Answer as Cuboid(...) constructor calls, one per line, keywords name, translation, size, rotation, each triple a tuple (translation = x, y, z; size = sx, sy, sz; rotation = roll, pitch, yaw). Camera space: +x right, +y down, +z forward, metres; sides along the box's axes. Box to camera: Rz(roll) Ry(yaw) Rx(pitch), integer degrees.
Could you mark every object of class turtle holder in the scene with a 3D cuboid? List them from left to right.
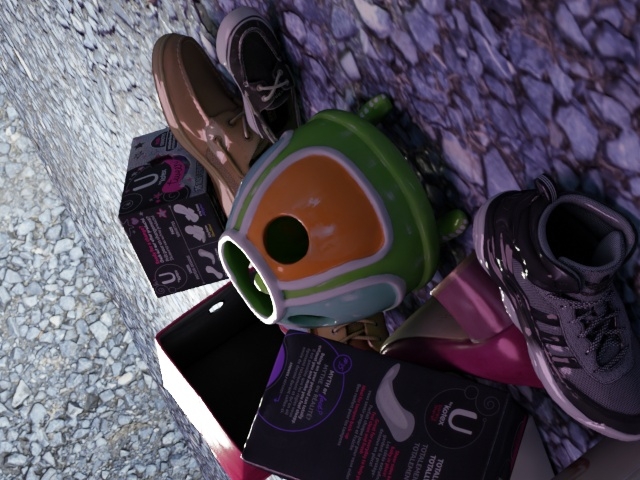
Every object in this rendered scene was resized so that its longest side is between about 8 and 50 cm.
Cuboid(name="turtle holder", translation=(-0.006, -0.016, 1.360), size=(0.243, 0.227, 0.320), rotation=(62, 160, -17))

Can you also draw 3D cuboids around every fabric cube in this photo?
Cuboid(name="fabric cube", translation=(-0.101, 0.228, 1.957), size=(0.259, 0.254, 0.258), rotation=(50, 162, 17))

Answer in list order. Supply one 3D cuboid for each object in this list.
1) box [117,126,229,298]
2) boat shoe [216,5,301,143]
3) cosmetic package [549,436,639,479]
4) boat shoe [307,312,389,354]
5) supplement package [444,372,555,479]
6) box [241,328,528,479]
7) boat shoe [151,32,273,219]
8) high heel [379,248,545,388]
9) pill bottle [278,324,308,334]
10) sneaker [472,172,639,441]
Cuboid(name="box", translation=(-0.211, -0.057, 1.782), size=(0.247, 0.142, 0.163), rotation=(-97, -12, -57))
Cuboid(name="boat shoe", translation=(-0.066, -0.199, 1.461), size=(0.070, 0.078, 0.219), rotation=(45, 166, 35))
Cuboid(name="cosmetic package", translation=(0.254, 0.341, 1.182), size=(0.153, 0.296, 0.129), rotation=(60, 161, -4))
Cuboid(name="boat shoe", translation=(0.034, 0.127, 1.547), size=(0.324, 0.123, 0.116), rotation=(-110, 14, -49))
Cuboid(name="supplement package", translation=(0.153, 0.310, 1.533), size=(0.263, 0.199, 0.198), rotation=(25, 143, 58))
Cuboid(name="box", translation=(0.076, 0.223, 1.315), size=(0.270, 0.165, 0.143), rotation=(15, 167, 24))
Cuboid(name="boat shoe", translation=(-0.117, -0.147, 1.636), size=(0.110, 0.121, 0.341), rotation=(-14, 119, 30))
Cuboid(name="high heel", translation=(0.179, 0.137, 1.328), size=(0.181, 0.127, 0.377), rotation=(46, 165, 7))
Cuboid(name="pill bottle", translation=(-0.032, 0.077, 1.793), size=(0.087, 0.087, 0.160), rotation=(44, 158, 34))
Cuboid(name="sneaker", translation=(0.243, 0.062, 1.057), size=(0.268, 0.101, 0.153), rotation=(58, 164, 5))
